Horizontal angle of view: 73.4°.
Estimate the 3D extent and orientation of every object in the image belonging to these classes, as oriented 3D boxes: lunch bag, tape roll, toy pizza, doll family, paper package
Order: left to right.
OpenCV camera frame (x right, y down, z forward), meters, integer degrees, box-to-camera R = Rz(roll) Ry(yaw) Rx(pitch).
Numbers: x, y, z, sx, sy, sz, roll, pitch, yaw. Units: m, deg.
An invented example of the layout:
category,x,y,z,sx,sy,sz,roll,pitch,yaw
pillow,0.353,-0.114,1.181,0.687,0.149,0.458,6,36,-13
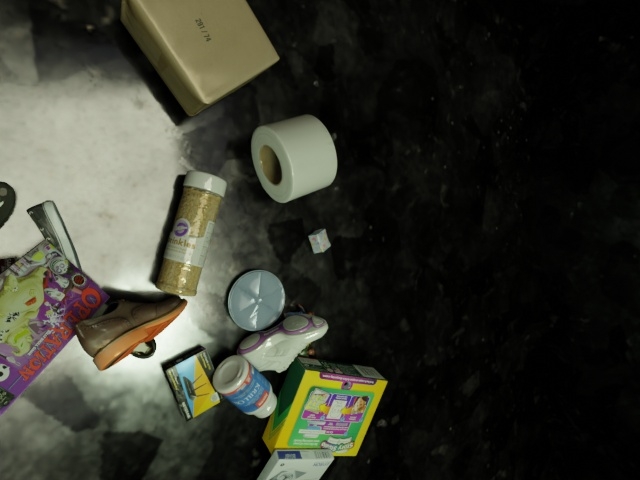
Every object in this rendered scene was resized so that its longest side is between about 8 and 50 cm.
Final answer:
category,x,y,z,sx,sy,sz,roll,pitch,yaw
paper package,-0.337,-0.579,1.231,0.309,0.168,0.325,-42,112,-24
toy pizza,-0.211,0.197,1.420,0.201,0.032,0.201,-2,94,-31
tape roll,-0.087,-0.259,1.356,0.169,0.246,0.246,-24,104,-30
doll family,-0.066,0.321,1.490,0.111,0.076,0.193,-6,99,-16
lunch bag,0.000,0.000,1.534,0.083,0.053,0.071,-37,112,-53

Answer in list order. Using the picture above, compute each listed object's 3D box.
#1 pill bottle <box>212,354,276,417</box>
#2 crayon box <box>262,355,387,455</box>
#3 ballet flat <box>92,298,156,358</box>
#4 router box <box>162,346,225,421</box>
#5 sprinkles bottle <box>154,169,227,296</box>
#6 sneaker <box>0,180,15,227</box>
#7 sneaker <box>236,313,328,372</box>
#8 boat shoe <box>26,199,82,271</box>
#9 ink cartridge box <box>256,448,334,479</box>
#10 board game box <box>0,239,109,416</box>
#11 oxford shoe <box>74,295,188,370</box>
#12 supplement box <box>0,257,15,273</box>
category,x,y,z,sx,sy,sz,roll,pitch,yaw
pill bottle,-0.228,0.468,1.352,0.124,0.124,0.221,-50,131,-21
crayon box,0.020,0.588,1.504,0.363,0.106,0.313,19,97,-31
ballet flat,-0.555,0.230,1.164,0.280,0.096,0.095,43,70,-26
router box,-0.385,0.435,1.310,0.133,0.046,0.179,-25,105,-30
sprinkles bottle,-0.376,-0.020,1.254,0.121,0.121,0.355,17,83,-32
sneaker,-0.822,-0.030,0.966,0.286,0.130,0.109,-49,113,-22
sneaker,-0.111,0.340,1.405,0.305,0.114,0.152,-22,116,6
boat shoe,-0.677,0.014,1.092,0.076,0.080,0.228,-21,103,-21
ink cartridge box,-0.098,0.789,1.442,0.223,0.045,0.224,16,115,-31
board game box,-0.652,0.176,0.935,0.208,0.056,0.347,55,32,-24
oxford shoe,-0.471,0.194,1.117,0.130,0.363,0.133,-43,89,12
supplement box,-0.825,0.127,0.974,0.239,0.073,0.130,-10,127,-32
